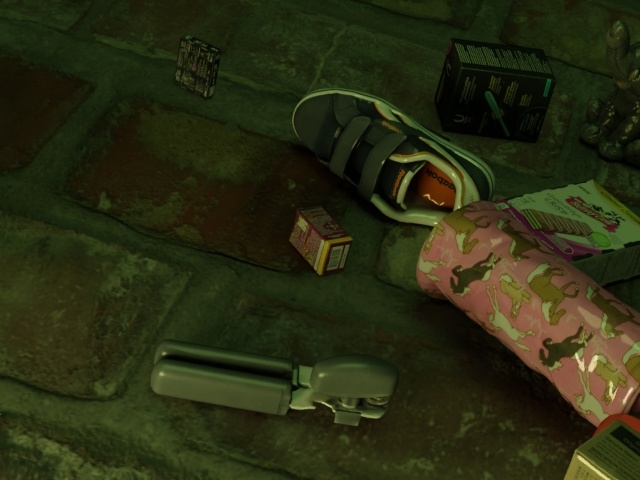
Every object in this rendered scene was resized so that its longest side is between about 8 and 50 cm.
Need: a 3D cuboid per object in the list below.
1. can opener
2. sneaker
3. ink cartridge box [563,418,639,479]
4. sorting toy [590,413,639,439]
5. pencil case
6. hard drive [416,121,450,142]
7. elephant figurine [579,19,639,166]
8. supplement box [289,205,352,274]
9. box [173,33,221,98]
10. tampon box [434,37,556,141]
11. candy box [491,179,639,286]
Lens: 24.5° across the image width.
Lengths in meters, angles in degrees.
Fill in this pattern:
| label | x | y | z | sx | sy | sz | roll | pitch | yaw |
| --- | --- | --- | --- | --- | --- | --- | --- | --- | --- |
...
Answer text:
| label | x | y | z | sx | sy | sz | roll | pitch | yaw |
| --- | --- | --- | --- | --- | --- | --- | --- | --- | --- |
| can opener | -0.052 | 0.149 | 1.717 | 0.283 | 0.095 | 0.076 | 10 | 34 | -6 |
| sneaker | 0.092 | -0.120 | 2.128 | 0.321 | 0.126 | 0.127 | 24 | 30 | 12 |
| ink cartridge box | 0.317 | 0.328 | 1.467 | 0.193 | 0.234 | 0.088 | 36 | 40 | 28 |
| sorting toy | 0.464 | 0.319 | 1.628 | 0.126 | 0.127 | 0.365 | -14 | 48 | -39 |
| pencil case | 0.291 | 0.099 | 1.847 | 0.160 | 0.167 | 0.386 | -18 | 45 | -38 |
| hard drive | 0.122 | -0.164 | 2.293 | 0.135 | 0.022 | 0.094 | 29 | 37 | 21 |
| elephant figurine | 0.524 | -0.251 | 2.366 | 0.169 | 0.239 | 0.186 | 21 | 35 | 11 |
| supplement box | 0.000 | 0.000 | 1.987 | 0.043 | 0.055 | 0.083 | -10 | 41 | -33 |
| box | -0.191 | -0.269 | 2.278 | 0.067 | 0.083 | 0.018 | 26 | 37 | 19 |
| tampon box | 0.279 | -0.243 | 2.374 | 0.161 | 0.120 | 0.101 | 6 | 35 | -11 |
| candy box | 0.346 | -0.002 | 2.097 | 0.233 | 0.071 | 0.159 | -12 | 41 | -34 |
